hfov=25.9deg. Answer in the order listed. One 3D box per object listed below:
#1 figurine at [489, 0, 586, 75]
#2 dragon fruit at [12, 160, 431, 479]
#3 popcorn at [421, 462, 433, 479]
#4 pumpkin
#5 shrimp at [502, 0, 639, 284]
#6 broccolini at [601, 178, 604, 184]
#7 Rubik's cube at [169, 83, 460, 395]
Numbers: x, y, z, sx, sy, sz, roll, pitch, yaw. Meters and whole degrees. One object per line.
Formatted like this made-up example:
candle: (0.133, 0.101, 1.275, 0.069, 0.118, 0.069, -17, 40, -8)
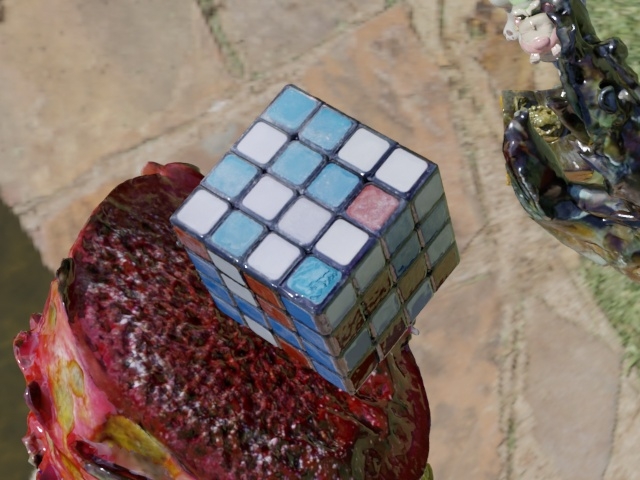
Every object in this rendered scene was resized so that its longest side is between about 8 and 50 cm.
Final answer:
figurine: (0.205, -0.203, 1.336, 0.081, 0.098, 0.146, -7, 122, 42)
dragon fruit: (-0.105, 0.135, 1.213, 0.249, 0.371, 0.386, -49, 51, 32)
popcorn: (0.070, 0.305, 1.713, 0.152, 0.167, 0.148, 19, 108, 0)
pumpkin: (0.185, -0.087, 1.138, 0.074, 0.054, 0.083, -4, 68, 9)
shrimp: (0.097, -0.020, 0.472, 0.091, 0.161, 0.034, 0, 58, 37)
broccolini: (0.367, -0.073, 1.717, 0.052, 0.054, 0.194, 44, 152, 18)
Rubik's cube: (0.000, 0.000, 0.663, 0.092, 0.092, 0.092, 30, 71, 27)
